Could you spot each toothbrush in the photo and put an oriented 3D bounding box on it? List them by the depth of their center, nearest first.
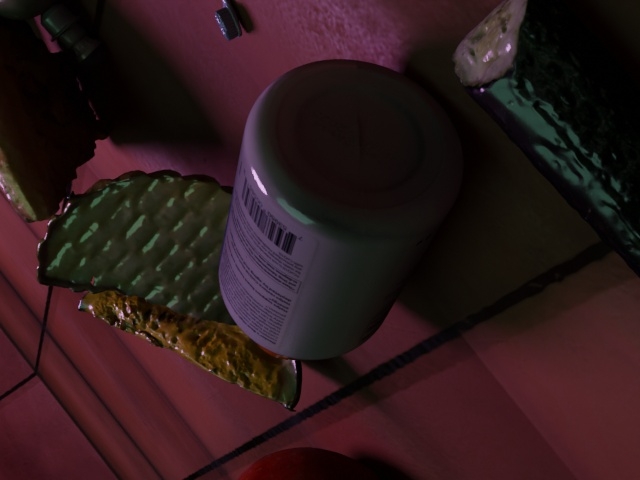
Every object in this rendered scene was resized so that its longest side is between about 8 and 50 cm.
[{"bbox_3d":[-0.113,-0.260,0.736,0.013,0.019,0.193,4,124,55],"label":"toothbrush"}]

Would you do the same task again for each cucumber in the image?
[{"bbox_3d":[0.173,-0.040,0.503,0.241,0.074,0.074,49,152,1],"label":"cucumber"}]

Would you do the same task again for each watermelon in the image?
[{"bbox_3d":[-0.136,0.108,1.056,0.301,0.129,0.123,23,135,19],"label":"watermelon"}]

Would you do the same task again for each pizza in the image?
[{"bbox_3d":[-0.348,-0.171,0.980,0.257,0.087,0.268,57,-167,-22],"label":"pizza"}]

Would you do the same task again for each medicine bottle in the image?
[{"bbox_3d":[0.000,0.000,0.712,0.157,0.157,0.288,45,151,14],"label":"medicine bottle"}]

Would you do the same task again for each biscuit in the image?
[{"bbox_3d":[-0.154,0.003,0.929,0.274,0.036,0.187,17,124,-15],"label":"biscuit"}]

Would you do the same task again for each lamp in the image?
[{"bbox_3d":[-0.303,-0.258,0.967,0.163,0.091,0.091,47,156,-24],"label":"lamp"}]

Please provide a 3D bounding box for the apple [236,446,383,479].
[{"bbox_3d":[-0.014,0.385,1.067,0.260,0.260,0.216,44,172,16],"label":"apple"}]
